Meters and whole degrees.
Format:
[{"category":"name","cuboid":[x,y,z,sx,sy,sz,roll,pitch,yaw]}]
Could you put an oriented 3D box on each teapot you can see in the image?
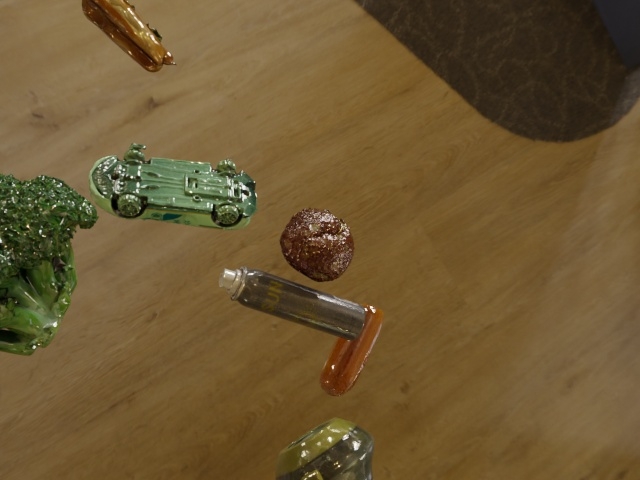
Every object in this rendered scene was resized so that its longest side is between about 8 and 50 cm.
[{"category":"teapot","cuboid":[0.013,0.278,0.663,0.130,0.165,0.119,-32,79,2]}]

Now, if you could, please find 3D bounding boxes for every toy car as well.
[{"category":"toy car","cuboid":[-0.166,-0.054,0.662,0.186,0.058,0.093,5,51,-18]}]

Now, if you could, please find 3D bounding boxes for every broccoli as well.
[{"category":"broccoli","cuboid":[-0.409,0.039,0.709,0.294,0.265,0.245,-48,133,-6]}]

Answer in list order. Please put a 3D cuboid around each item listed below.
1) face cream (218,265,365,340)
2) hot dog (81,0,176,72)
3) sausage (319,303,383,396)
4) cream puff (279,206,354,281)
[{"category":"face cream","cuboid":[-0.052,0.114,1.086,0.284,0.073,0.073,21,81,-17]},{"category":"hot dog","cuboid":[-0.430,-0.473,1.283,0.269,0.109,0.072,44,60,-2]},{"category":"sausage","cuboid":[0.084,0.288,1.547,0.105,0.105,0.274,36,59,-9]},{"category":"cream puff","cuboid":[0.000,0.000,1.050,0.149,0.084,0.148,19,53,-27]}]
